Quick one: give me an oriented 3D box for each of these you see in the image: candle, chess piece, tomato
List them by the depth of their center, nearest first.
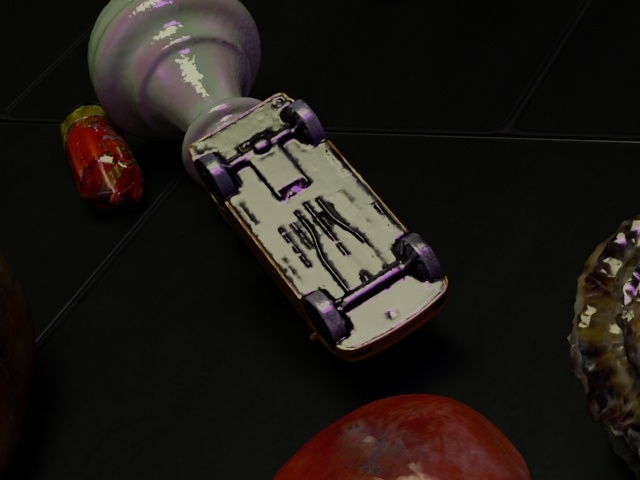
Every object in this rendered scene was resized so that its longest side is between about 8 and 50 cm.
[{"bbox_3d":[0.036,0.130,0.800,0.155,0.069,0.156,-13,33,9],"label":"tomato"},{"bbox_3d":[-0.072,-0.079,1.124,0.139,0.139,0.272,-26,46,-8],"label":"chess piece"},{"bbox_3d":[-0.172,-0.062,1.193,0.052,0.052,0.131,-24,33,-6],"label":"candle"}]

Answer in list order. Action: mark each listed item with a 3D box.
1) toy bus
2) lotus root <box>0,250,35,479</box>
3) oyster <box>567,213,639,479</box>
[{"bbox_3d":[0.000,0.000,0.955,0.083,0.088,0.194,-31,58,-12],"label":"toy bus"},{"bbox_3d":[-0.247,0.088,0.952,0.123,0.124,0.241,-41,29,25],"label":"lotus root"},{"bbox_3d":[0.273,0.078,0.707,0.351,0.158,0.162,18,91,33],"label":"oyster"}]
